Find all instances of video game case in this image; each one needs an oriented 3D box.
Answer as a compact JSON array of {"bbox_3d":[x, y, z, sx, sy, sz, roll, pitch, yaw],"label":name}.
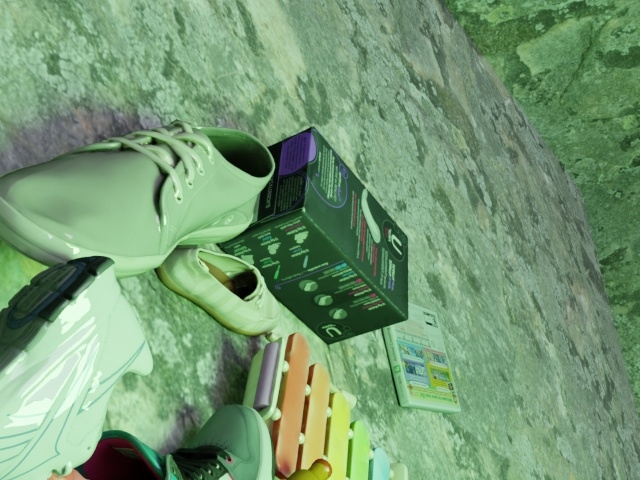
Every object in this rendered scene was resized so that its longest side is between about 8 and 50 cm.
[{"bbox_3d":[0.173,0.202,1.572,0.212,0.023,0.194,23,50,-56],"label":"video game case"}]

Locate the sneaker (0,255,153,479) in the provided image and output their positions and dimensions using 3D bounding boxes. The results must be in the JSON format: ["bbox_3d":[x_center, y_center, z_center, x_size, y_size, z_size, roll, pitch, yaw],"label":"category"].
[{"bbox_3d":[-0.234,0.144,0.683,0.297,0.111,0.129,-48,121,-31],"label":"sneaker"}]

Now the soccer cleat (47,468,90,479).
[{"bbox_3d":[-0.239,0.285,0.692,0.095,0.083,0.248,23,48,-28],"label":"soccer cleat"}]

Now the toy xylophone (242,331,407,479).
[{"bbox_3d":[0.000,0.241,1.155,0.322,0.081,0.236,45,34,-38],"label":"toy xylophone"}]

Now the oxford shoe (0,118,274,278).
[{"bbox_3d":[-0.180,-0.062,0.949,0.169,0.130,0.449,39,20,13],"label":"oxford shoe"}]

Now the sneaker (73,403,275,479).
[{"bbox_3d":[-0.147,0.228,0.857,0.179,0.123,0.296,63,26,-29],"label":"sneaker"}]

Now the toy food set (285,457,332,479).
[{"bbox_3d":[-0.015,0.363,0.982,0.104,0.111,0.232,-29,102,-56],"label":"toy food set"}]

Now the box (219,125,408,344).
[{"bbox_3d":[0.000,0.000,1.272,0.270,0.143,0.165,46,35,-37],"label":"box"}]

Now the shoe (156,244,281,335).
[{"bbox_3d":[-0.110,0.062,1.115,0.219,0.058,0.077,33,42,-48],"label":"shoe"}]
